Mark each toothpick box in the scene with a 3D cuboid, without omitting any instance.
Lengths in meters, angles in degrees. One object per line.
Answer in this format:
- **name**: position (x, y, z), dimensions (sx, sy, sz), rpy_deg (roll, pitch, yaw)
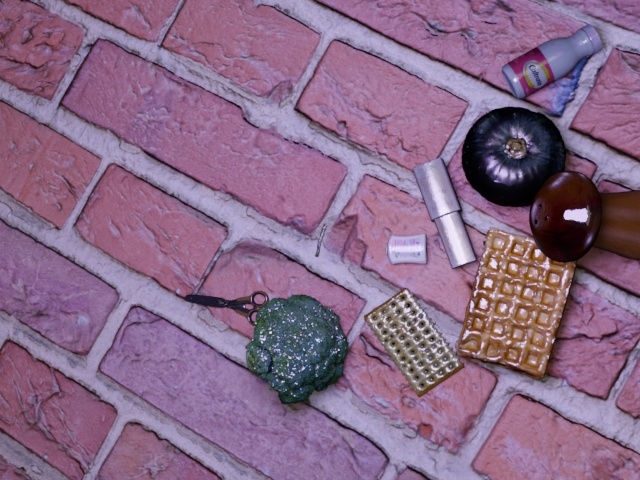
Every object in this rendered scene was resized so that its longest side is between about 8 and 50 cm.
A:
- **toothpick box**: position (0.588, -0.041, 1.717), dimensions (0.295, 0.192, 0.192), rpy_deg (6, 86, -22)

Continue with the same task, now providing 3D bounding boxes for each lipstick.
- **lipstick**: position (0.293, -0.062, 1.886), dimensions (0.079, 0.077, 0.252), rpy_deg (-22, 81, 11)

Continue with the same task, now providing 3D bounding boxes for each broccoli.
- **broccoli**: position (-0.067, 0.258, 1.878), dimensions (0.270, 0.270, 0.269), rpy_deg (-26, 78, 46)

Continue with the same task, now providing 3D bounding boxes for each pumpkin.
- **pumpkin**: position (0.432, -0.187, 1.822), dimensions (0.233, 0.163, 0.232), rpy_deg (-1, 85, 9)

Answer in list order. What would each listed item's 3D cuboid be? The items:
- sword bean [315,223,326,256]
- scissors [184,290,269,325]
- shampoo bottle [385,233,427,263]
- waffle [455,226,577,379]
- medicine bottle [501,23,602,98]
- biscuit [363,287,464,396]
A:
- **sword bean**: position (0.000, 0.000, 1.983), dimensions (0.012, 0.012, 0.083), rpy_deg (15, 90, 14)
- **scissors**: position (-0.237, 0.157, 2.023), dimensions (0.220, 0.017, 0.088), rpy_deg (7, 88, 14)
- **shampoo bottle**: position (0.202, 0.021, 1.918), dimensions (0.099, 0.043, 0.072), rpy_deg (-2, 84, 13)
- **waffle**: position (0.440, 0.143, 1.832), dimensions (0.213, 0.091, 0.307), rpy_deg (15, 88, 14)
- **medicine bottle**: position (0.529, -0.412, 1.853), dimensions (0.217, 0.090, 0.090), rpy_deg (-29, 80, 9)
- **biscuit**: position (0.219, 0.237, 1.913), dimensions (0.139, 0.016, 0.231), rpy_deg (-36, 78, 9)
